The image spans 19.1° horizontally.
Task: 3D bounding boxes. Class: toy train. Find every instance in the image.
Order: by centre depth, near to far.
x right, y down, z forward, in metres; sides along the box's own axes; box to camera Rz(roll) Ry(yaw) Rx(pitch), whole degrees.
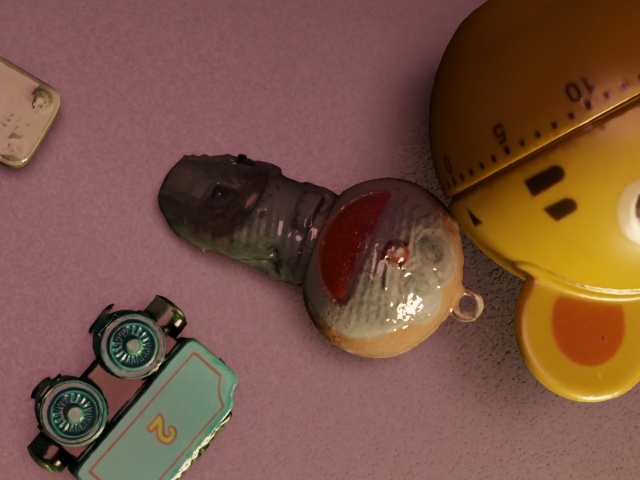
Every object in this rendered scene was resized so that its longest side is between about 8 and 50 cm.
[{"bbox_3d":[-0.183,0.163,1.857,0.163,0.112,0.203,42,83,-8],"label":"toy train"}]

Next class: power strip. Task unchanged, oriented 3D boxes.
[{"bbox_3d":[-0.442,-0.200,1.881,0.385,0.062,0.091,30,81,-5],"label":"power strip"}]

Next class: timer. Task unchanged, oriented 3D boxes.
[{"bbox_3d":[0.295,-0.077,1.826,0.376,0.376,0.387,-27,86,-10],"label":"timer"}]

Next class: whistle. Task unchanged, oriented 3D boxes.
[{"bbox_3d":[0.000,0.000,1.877,0.347,0.189,0.189,23,82,6],"label":"whistle"}]
